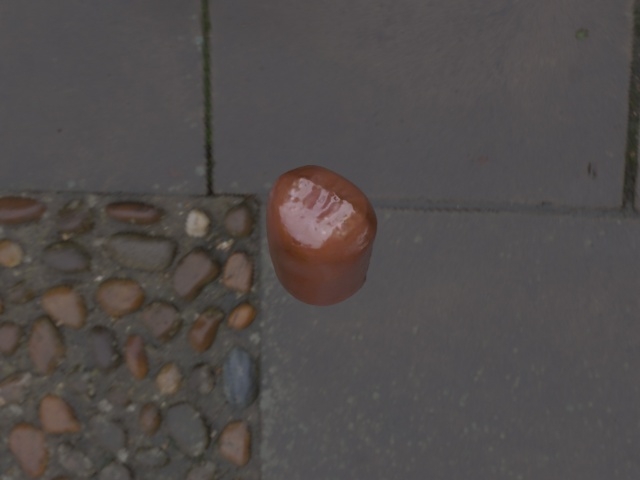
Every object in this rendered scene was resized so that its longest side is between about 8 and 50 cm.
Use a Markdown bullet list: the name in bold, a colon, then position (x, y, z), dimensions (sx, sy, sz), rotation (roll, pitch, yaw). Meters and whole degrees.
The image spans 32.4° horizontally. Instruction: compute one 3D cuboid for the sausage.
- **sausage**: position (0.000, 0.000, 0.781), dimensions (0.077, 0.194, 0.077), rotation (0, 73, -1)
